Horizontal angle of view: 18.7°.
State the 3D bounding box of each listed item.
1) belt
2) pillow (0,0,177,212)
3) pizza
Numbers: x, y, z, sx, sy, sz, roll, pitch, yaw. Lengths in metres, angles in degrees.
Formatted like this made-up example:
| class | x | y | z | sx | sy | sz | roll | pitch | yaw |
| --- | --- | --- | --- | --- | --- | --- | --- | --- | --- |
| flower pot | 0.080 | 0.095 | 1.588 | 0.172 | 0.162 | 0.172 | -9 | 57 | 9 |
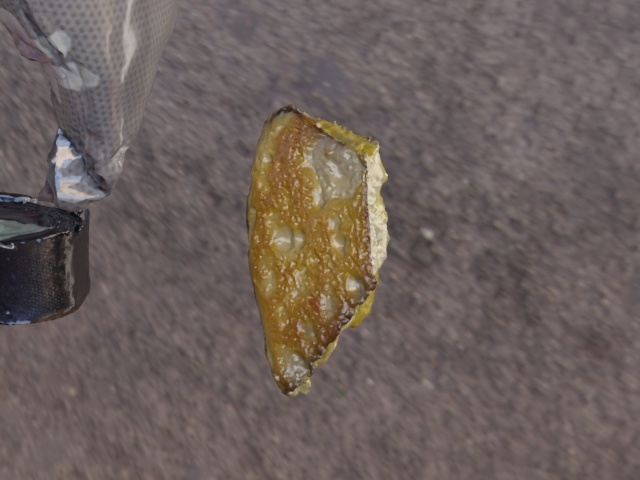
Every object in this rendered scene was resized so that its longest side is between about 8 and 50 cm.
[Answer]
| class | x | y | z | sx | sy | sz | roll | pitch | yaw |
| --- | --- | --- | --- | --- | --- | --- | --- | --- | --- |
| belt | -0.186 | 0.012 | 1.022 | 0.140 | 0.105 | 0.058 | -2 | 106 | -24 |
| pillow | -0.049 | -0.142 | 0.495 | 0.059 | 0.255 | 0.169 | -3 | 136 | 12 |
| pizza | 0.000 | 0.000 | 1.028 | 0.036 | 0.099 | 0.160 | 5 | 77 | -47 |
